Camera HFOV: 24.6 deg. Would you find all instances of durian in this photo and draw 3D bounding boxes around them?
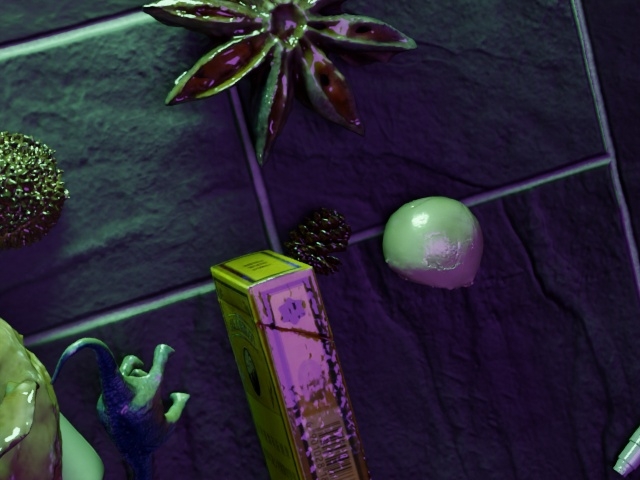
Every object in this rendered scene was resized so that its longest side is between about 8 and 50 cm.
[{"bbox_3d":[-0.370,-0.044,1.641,0.188,0.091,0.148,-38,105,-9],"label":"durian"}]

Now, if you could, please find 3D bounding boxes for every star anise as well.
[{"bbox_3d":[-0.047,-0.250,1.712,0.332,0.117,0.331,-2,100,-10],"label":"star anise"}]

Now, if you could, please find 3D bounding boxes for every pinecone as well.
[{"bbox_3d":[0.000,0.000,1.770,0.077,0.077,0.083,31,81,-18],"label":"pinecone"}]

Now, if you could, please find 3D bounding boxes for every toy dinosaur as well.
[{"bbox_3d":[-0.213,0.194,1.677,0.077,0.363,0.147,8,50,16],"label":"toy dinosaur"}]

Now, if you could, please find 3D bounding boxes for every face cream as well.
[{"bbox_3d":[0.436,0.260,1.952,0.034,0.034,0.130,44,81,-16],"label":"face cream"}]

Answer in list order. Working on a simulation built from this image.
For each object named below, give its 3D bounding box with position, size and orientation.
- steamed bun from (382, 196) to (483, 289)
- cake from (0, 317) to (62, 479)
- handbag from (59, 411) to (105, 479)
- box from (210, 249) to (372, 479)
[{"bbox_3d":[0.145,0.002,1.806,0.130,0.091,0.112,16,89,-18],"label":"steamed bun"},{"bbox_3d":[-0.421,0.209,1.469,0.333,0.321,0.332,1,83,-6],"label":"cake"},{"bbox_3d":[-0.416,0.238,1.650,0.315,0.109,0.241,44,81,-13],"label":"handbag"},{"bbox_3d":[-0.033,0.171,1.713,0.084,0.193,0.301,-18,100,-16],"label":"box"}]
